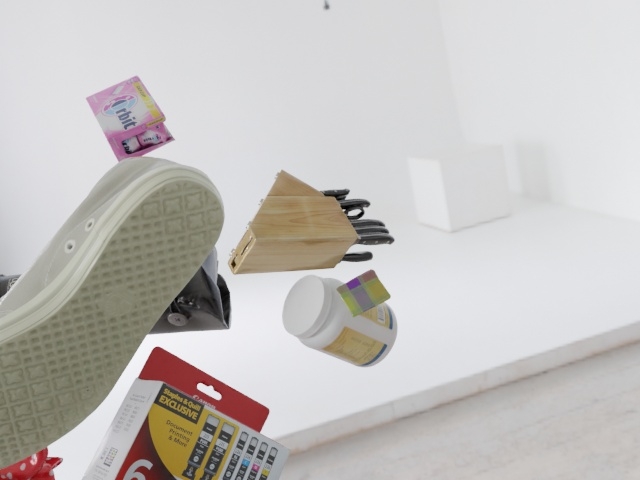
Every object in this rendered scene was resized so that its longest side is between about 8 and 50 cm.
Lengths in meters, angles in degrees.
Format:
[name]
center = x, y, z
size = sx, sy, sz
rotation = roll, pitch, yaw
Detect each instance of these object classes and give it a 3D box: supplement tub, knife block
[supplement tub]
center = 0.038, 0.158, 1.381
size = 0.200, 0.144, 0.144
rotation = 28, -12, -34
[knife block]
center = 0.000, 0.000, 1.176
size = 0.242, 0.088, 0.275
rotation = 30, 35, -6

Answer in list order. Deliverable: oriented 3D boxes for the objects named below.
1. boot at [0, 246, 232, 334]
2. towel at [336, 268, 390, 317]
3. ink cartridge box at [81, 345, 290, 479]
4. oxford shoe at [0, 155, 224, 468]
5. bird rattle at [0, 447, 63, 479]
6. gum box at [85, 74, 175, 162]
[boot]
center = -0.394, 0.169, 1.422
size = 0.445, 0.367, 0.146
rotation = -11, 52, 1
[towel]
center = 0.072, 0.087, 1.163
size = 0.083, 0.060, 0.009
rotation = -26, -15, -27
[ink cartridge box]
center = -0.224, 0.381, 1.291
size = 0.130, 0.309, 0.271
rotation = -8, 53, 52
[oxford shoe]
center = -0.286, 0.083, 0.788
size = 0.449, 0.169, 0.130
rotation = -48, 41, 2
[bird rattle]
center = -0.400, 0.339, 0.813
size = 0.207, 0.143, 0.253
rotation = -20, 58, -17
[gum box]
center = -0.346, -0.219, 1.270
size = 0.107, 0.062, 0.188
rotation = -27, 44, -11
